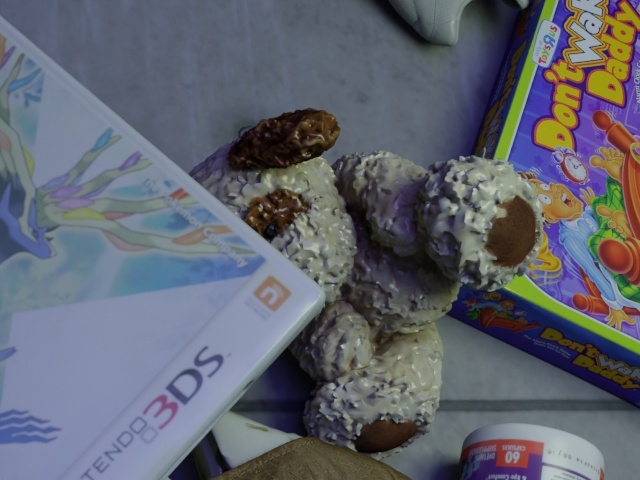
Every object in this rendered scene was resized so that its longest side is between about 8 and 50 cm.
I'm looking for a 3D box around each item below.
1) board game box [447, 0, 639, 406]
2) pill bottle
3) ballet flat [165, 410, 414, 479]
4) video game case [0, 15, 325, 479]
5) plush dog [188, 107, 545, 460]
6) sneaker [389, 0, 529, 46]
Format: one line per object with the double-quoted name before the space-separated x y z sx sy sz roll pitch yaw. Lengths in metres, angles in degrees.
"board game box" 0.249 -0.055 1.228 0.233 0.078 0.347 25 60 -8
"pill bottle" 0.142 0.238 1.034 0.108 0.108 0.193 18 61 -12
"ballet flat" -0.098 0.185 0.977 0.342 0.116 0.124 -17 64 -23
"video game case" -0.214 0.036 0.918 0.329 0.036 0.300 40 69 9
"plush dog" 0.000 0.000 1.050 0.225 0.262 0.210 18 28 -23
"sneaker" 0.168 -0.271 1.263 0.262 0.099 0.121 -39 93 -1
